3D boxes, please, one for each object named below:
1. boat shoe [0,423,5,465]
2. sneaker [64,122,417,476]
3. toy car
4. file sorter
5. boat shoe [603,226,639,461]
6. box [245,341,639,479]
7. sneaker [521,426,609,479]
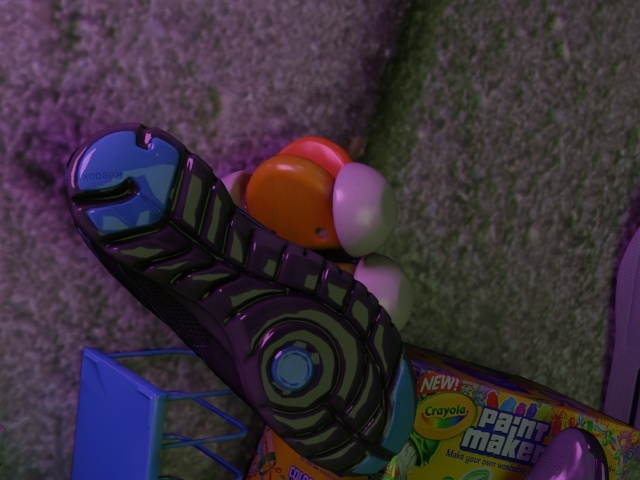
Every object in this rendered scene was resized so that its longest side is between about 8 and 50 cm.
[{"bbox_3d":[-0.342,0.163,1.003,0.233,0.084,0.079,9,98,-38],"label":"boat shoe"},{"bbox_3d":[-0.059,0.041,1.071,0.125,0.140,0.341,-45,103,-12],"label":"sneaker"},{"bbox_3d":[0.000,0.000,1.165,0.136,0.159,0.182,-52,135,-57],"label":"toy car"},{"bbox_3d":[-0.129,0.182,1.133,0.105,0.118,0.170,-3,105,-37],"label":"file sorter"},{"bbox_3d":[0.369,0.086,1.461,0.094,0.109,0.302,-13,121,-47],"label":"boat shoe"},{"bbox_3d":[0.095,0.247,1.265,0.290,0.177,0.279,18,92,-36],"label":"box"},{"bbox_3d":[0.161,0.256,1.155,0.098,0.083,0.223,20,92,-32],"label":"sneaker"}]
